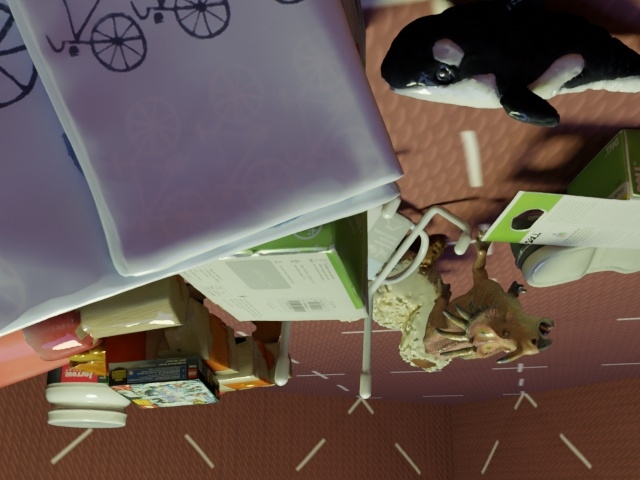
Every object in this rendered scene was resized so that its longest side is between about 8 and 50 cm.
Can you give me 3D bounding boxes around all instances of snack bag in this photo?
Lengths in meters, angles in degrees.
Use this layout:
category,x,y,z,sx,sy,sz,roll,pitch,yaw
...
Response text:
category,x,y,z,sx,sy,sz,roll,pitch,yaw
snack bag,-0.163,-0.117,0.438,0.343,0.323,0.037,-19,-169,5

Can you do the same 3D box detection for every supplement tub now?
category,x,y,z,sx,sy,sz,roll,pitch,yaw
supplement tub,-0.516,0.279,1.767,0.191,0.272,0.191,0,161,0

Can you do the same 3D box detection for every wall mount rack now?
category,x,y,z,sx,sy,sz,roll,pitch,yaw
wall mount rack,0.056,0.060,1.107,0.350,0.304,0.130,22,-164,-49

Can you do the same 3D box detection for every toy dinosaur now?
category,x,y,z,sx,sy,sz,roll,pitch,yaw
toy dinosaur,0.214,0.127,1.149,0.127,0.200,0.295,34,142,-4

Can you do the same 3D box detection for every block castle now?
category,x,y,z,sx,sy,sz,roll,pitch,yaw
block castle,-0.201,0.038,0.999,0.213,0.303,0.453,-10,160,12

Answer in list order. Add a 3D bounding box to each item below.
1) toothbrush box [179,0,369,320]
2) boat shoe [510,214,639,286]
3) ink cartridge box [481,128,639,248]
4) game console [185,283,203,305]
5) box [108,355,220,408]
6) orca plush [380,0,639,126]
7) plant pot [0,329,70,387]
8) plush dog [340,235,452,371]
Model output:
category,x,y,z,sx,sy,sz,roll,pitch,yaw
toothbrush box,-0.030,-0.094,0.614,0.122,0.283,0.206,-3,161,9
boat shoe,0.425,-0.012,1.171,0.320,0.099,0.116,-10,139,-20
ink cartridge box,0.354,-0.063,1.003,0.255,0.097,0.189,3,162,-3
game console,-0.436,0.109,1.619,0.361,0.044,0.213,15,157,-36
box,-0.167,0.157,0.851,0.094,0.027,0.137,-5,158,1
orca plush,0.197,-0.174,0.667,0.287,0.151,0.102,6,130,-9
plant pot,-0.528,0.126,1.357,0.243,0.274,0.275,-10,160,11
plush dog,0.136,0.089,1.403,0.262,0.210,0.225,31,173,-3
